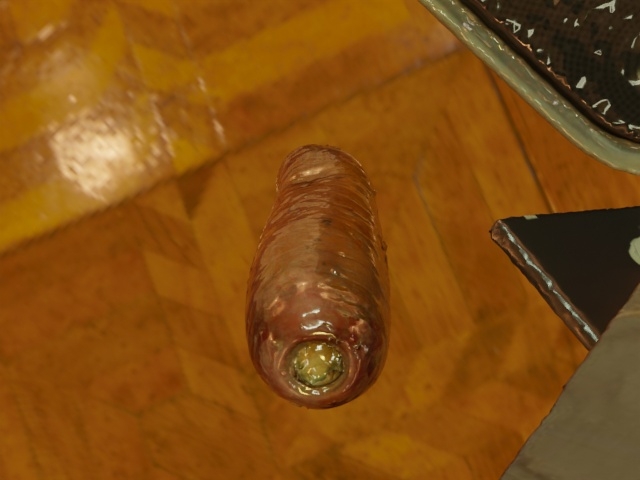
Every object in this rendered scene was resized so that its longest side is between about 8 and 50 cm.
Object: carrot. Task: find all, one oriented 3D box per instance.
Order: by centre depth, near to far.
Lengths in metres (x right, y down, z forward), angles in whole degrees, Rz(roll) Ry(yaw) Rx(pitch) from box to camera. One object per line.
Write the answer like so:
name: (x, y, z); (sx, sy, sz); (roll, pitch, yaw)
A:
carrot: (0.000, 0.000, 0.793); (0.059, 0.248, 0.059); (0, 111, 0)

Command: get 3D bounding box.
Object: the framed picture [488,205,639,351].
framed picture: (0.229, 0.103, 0.735); (0.324, 0.244, 0.013); (51, 121, 24)

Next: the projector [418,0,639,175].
projector: (0.144, -0.215, 0.895); (0.248, 0.248, 0.249); (-43, 23, 17)

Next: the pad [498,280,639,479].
pad: (0.164, 0.038, 0.321); (0.248, 0.367, 0.007); (12, 117, 23)
